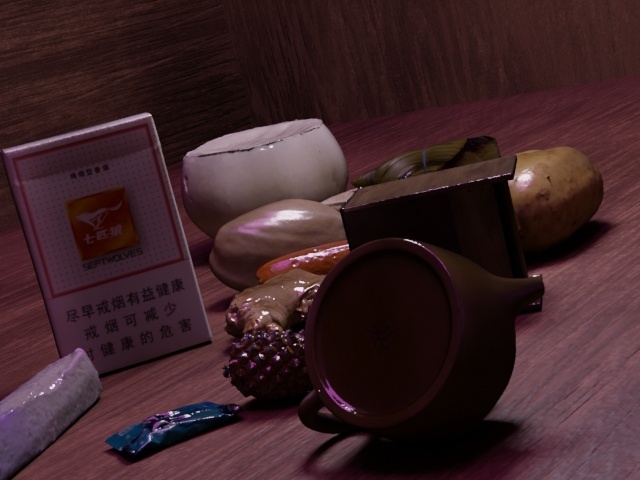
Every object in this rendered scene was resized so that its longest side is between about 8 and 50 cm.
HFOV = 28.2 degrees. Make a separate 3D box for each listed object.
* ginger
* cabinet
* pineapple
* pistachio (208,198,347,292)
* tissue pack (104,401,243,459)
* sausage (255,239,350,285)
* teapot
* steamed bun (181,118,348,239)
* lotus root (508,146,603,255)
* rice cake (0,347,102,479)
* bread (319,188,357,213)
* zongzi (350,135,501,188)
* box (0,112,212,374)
[{"bbox_3d":[-0.068,0.096,1.730,0.137,0.074,0.213,-7,19,33],"label":"ginger"},{"bbox_3d":[0.160,0.005,1.612,0.215,0.175,0.148,-12,11,15],"label":"cabinet"},{"bbox_3d":[-0.016,0.135,1.408,0.221,0.083,0.103,-9,-4,27],"label":"pineapple"},{"bbox_3d":[-0.057,0.013,1.986,0.238,0.153,0.138,-14,-30,-14],"label":"pistachio"},{"bbox_3d":[-0.162,0.203,1.409,0.138,0.028,0.085,-16,10,-26],"label":"tissue pack"},{"bbox_3d":[0.003,0.044,1.894,0.197,0.076,0.076,-14,10,-9],"label":"sausage"},{"bbox_3d":[0.095,0.110,1.217,0.267,0.185,0.175,-39,-36,24],"label":"teapot"},{"bbox_3d":[-0.103,-0.101,2.419,0.324,0.206,0.324,-13,13,3],"label":"steamed bun"},{"bbox_3d":[0.307,-0.057,1.839,0.160,0.146,0.284,-28,2,40],"label":"lotus root"},{"bbox_3d":[-0.355,0.217,1.465,0.064,0.070,0.399,-15,9,17],"label":"rice cake"},{"bbox_3d":[0.037,-0.045,2.305,0.105,0.077,0.152,-12,9,6],"label":"bread"},{"bbox_3d":[0.135,-0.074,2.138,0.300,0.138,0.286,-2,18,29],"label":"zongzi"},{"bbox_3d":[-0.294,0.007,1.762,0.210,0.330,0.095,-17,11,-15],"label":"box"}]
